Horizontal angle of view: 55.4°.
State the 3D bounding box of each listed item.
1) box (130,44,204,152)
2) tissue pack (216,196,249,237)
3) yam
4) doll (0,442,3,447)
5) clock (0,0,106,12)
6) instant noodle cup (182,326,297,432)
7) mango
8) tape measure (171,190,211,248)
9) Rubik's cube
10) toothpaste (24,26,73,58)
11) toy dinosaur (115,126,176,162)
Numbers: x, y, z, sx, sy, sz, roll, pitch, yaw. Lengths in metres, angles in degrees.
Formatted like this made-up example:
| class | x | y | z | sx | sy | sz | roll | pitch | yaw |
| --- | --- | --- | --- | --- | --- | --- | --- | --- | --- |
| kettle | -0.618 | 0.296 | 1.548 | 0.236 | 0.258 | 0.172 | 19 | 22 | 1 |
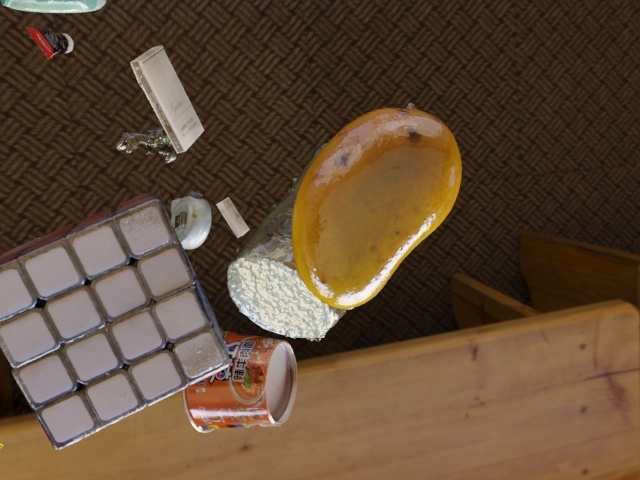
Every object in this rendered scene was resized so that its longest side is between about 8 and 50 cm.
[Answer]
| class | x | y | z | sx | sy | sz | roll | pitch | yaw |
| --- | --- | --- | --- | --- | --- | --- | --- | --- | --- |
| box | -0.310 | -0.289 | 1.250 | 0.029 | 0.109 | 0.198 | -13 | 119 | 21 |
| tissue pack | -0.237 | -0.063 | 1.657 | 0.023 | 0.056 | 0.108 | -29 | 99 | 22 |
| yam | 0.000 | 0.000 | 1.127 | 0.241 | 0.241 | 0.348 | 50 | 51 | -16 |
| doll | -0.588 | 0.418 | 1.025 | 0.129 | 0.081 | 0.207 | 0 | 66 | 9 |
| clock | -0.286 | -0.268 | 0.648 | 0.101 | 0.135 | 0.041 | -1 | 116 | -12 |
| instant noodle cup | -0.176 | 0.328 | 1.434 | 0.192 | 0.250 | 0.251 | -2 | 101 | 18 |
| mango | 0.040 | -0.033 | 0.508 | 0.115 | 0.090 | 0.178 | 41 | 92 | -9 |
| tape measure | -0.367 | 0.028 | 1.685 | 0.084 | 0.164 | 0.330 | 10 | 68 | -34 |
| Rubik's cube | -0.403 | 0.124 | 1.174 | 0.343 | 0.344 | 0.337 | -25 | 102 | -11 |
| toothpaste | -0.577 | -0.421 | 1.308 | 0.045 | 0.193 | 0.071 | -31 | 107 | 3 |
| toy dinosaur | -0.428 | -0.272 | 1.524 | 0.187 | 0.179 | 0.087 | -1 | 125 | -49 |
